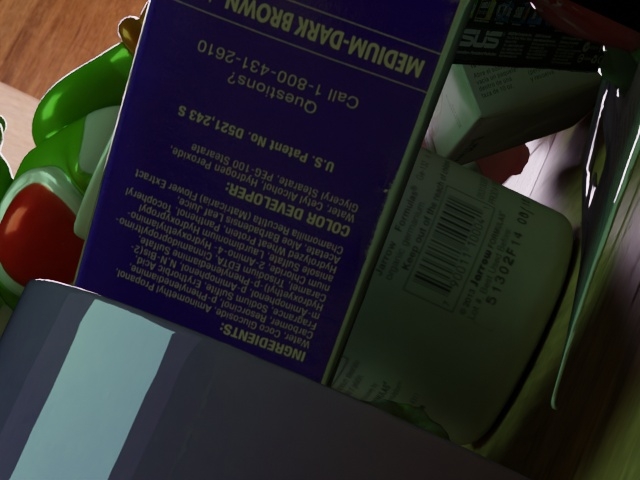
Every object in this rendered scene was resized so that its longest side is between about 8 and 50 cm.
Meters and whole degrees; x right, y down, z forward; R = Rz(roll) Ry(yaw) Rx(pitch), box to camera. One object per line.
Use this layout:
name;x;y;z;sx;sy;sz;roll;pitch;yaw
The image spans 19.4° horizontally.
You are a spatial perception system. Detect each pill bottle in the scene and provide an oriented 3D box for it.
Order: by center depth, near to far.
pill bottle;0.000;0.000;0.948;0.131;0.229;0.131;-155;90;-88

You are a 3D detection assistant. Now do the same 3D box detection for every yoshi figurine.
yoshi figurine;-0.158;0.024;1.120;0.362;0.203;0.203;-43;36;-4

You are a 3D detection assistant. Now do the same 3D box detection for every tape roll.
tape roll;0.001;0.084;0.435;0.189;0.189;0.080;127;168;-82

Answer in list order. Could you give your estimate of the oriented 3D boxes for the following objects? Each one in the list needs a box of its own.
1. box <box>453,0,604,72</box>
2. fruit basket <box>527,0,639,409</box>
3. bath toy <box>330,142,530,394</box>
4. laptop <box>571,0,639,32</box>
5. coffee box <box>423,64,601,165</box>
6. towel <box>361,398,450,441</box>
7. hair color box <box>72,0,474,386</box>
box;0.123;-0.169;0.865;0.191;0.045;0.184;-4;-62;-50
fruit basket;0.153;-0.161;0.652;0.327;0.165;0.353;-67;-13;-62
bath toy;0.071;-0.033;1.208;0.348;0.151;0.129;-67;-35;-41
laptop;0.102;-0.187;0.444;0.136;0.234;0.264;-82;16;-82
coffee box;0.075;-0.179;1.065;0.098;0.246;0.141;-19;-7;-11
towel;-0.036;0.267;0.769;0.320;0.090;0.374;-61;3;17
hair color box;-0.028;-0.003;0.748;0.185;0.110;0.339;-67;-5;-59
